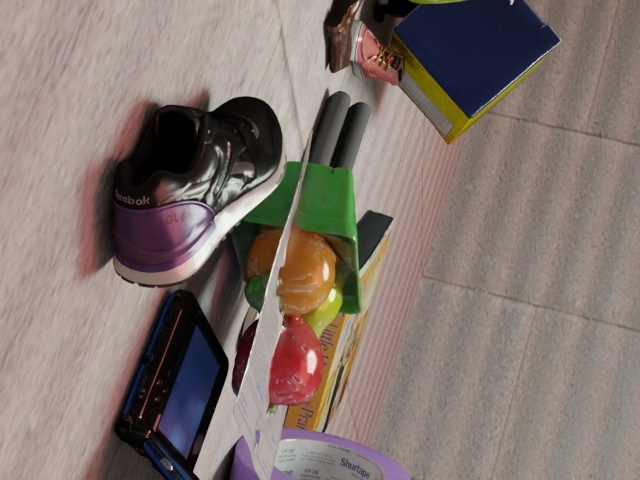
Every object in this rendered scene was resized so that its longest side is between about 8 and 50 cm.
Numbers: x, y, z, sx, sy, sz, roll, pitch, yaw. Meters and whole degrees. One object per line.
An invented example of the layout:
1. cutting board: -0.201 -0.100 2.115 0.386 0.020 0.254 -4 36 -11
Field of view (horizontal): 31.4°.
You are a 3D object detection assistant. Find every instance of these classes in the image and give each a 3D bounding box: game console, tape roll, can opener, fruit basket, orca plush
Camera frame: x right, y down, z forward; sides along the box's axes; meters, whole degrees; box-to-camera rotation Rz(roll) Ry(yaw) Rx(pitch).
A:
1. game console: -0.108 0.230 1.292 0.293 0.173 0.250 79 28 -67
2. tape roll: -0.004 0.380 1.738 0.275 0.274 0.090 -31 135 -74
3. can opener: -0.003 -0.089 1.704 0.093 0.074 0.280 -12 -125 63
4. fruit basket: -0.053 0.091 1.385 0.327 0.165 0.353 82 25 -64
5. orca plush: 0.151 -0.441 1.862 0.287 0.102 0.151 77 30 -67

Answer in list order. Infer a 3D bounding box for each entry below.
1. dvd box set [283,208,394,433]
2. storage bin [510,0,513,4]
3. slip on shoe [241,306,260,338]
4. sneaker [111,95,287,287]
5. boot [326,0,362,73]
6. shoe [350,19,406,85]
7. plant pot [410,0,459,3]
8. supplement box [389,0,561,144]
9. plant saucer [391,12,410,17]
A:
1. dvd box set: 0.029 0.181 2.124 0.307 0.062 0.420 -51 158 -65
2. storage bin: 0.103 -0.388 1.288 0.260 0.262 0.123 59 44 -75
3. slip on shoe: -0.076 0.105 1.624 0.051 0.041 0.135 93 16 -48
4. sneaker: -0.106 -0.085 1.078 0.283 0.107 0.124 -62 157 -50
5. boot: 0.039 -0.309 1.654 0.106 0.037 0.114 -56 159 -22
6. shoe: 0.091 -0.296 1.813 0.178 0.081 0.063 53 53 -76
7. plant pot: 0.202 -0.474 1.646 0.227 0.207 0.228 17 87 -58
8. supplement box: 0.248 -0.318 1.956 0.195 0.194 0.356 -40 178 -1
9. plant saucer: 0.254 -0.525 2.075 0.259 0.047 0.258 -42 -169 37
